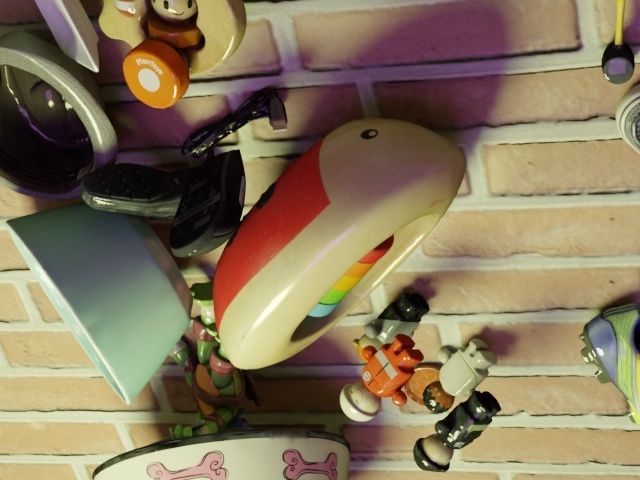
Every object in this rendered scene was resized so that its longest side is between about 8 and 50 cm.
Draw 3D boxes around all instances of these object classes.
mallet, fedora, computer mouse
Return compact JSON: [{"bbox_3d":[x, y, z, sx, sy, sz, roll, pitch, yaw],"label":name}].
[{"bbox_3d":[0.351,-0.274,1.361,0.039,0.062,0.190,2,126,12],"label":"mallet"},{"bbox_3d":[-0.388,-0.186,1.582,0.243,0.124,0.275,-19,127,29],"label":"fedora"},{"bbox_3d":[-0.106,-0.084,1.514,0.184,0.262,0.060,-31,125,24],"label":"computer mouse"}]

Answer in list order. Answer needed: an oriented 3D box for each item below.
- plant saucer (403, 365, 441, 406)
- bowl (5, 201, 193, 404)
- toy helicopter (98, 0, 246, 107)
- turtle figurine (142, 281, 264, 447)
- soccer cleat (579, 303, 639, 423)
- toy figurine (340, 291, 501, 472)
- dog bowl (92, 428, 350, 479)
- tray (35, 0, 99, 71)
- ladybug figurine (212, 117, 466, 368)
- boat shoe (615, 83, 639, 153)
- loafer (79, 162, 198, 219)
[{"bbox_3d":[0.170,0.225,1.808,0.083,0.013,0.084,8,127,10],"label":"plant saucer"},{"bbox_3d":[-0.298,0.061,1.668,0.163,0.311,0.312,-35,119,-14],"label":"bowl"},{"bbox_3d":[-0.238,-0.350,1.420,0.355,0.140,0.235,39,137,2],"label":"toy helicopter"},{"bbox_3d":[-0.213,0.207,1.783,0.274,0.198,0.266,17,123,-2],"label":"turtle figurine"},{"bbox_3d":[0.486,0.205,1.661,0.121,0.093,0.289,-33,112,25],"label":"soccer cleat"},{"bbox_3d":[0.141,0.203,1.675,0.213,0.209,0.148,34,115,-11],"label":"toy figurine"},{"bbox_3d":[-0.144,0.415,1.812,0.407,0.150,0.408,-8,158,-3],"label":"dog bowl"},{"bbox_3d":[-0.342,-0.337,1.411,0.030,0.145,0.270,-33,121,-15],"label":"tray"},{"bbox_3d":[0.000,0.000,1.534,0.162,0.305,0.449,50,120,13],"label":"ladybug figurine"},{"bbox_3d":[0.515,-0.069,1.408,0.340,0.158,0.127,24,128,-4],"label":"boat shoe"},{"bbox_3d":[-0.230,-0.059,1.603,0.223,0.076,0.078,-3,144,-38],"label":"loafer"}]
